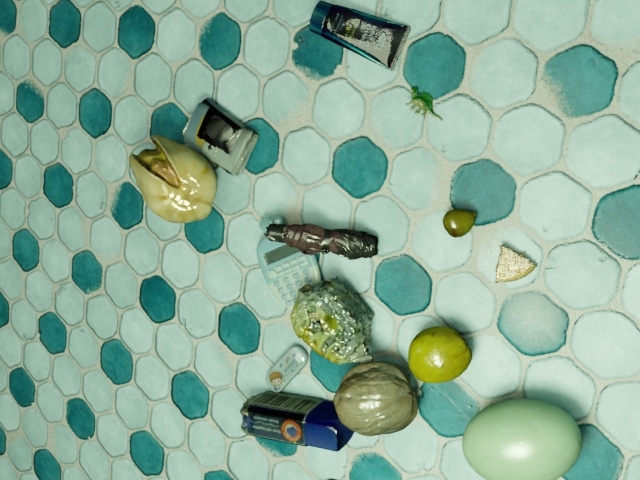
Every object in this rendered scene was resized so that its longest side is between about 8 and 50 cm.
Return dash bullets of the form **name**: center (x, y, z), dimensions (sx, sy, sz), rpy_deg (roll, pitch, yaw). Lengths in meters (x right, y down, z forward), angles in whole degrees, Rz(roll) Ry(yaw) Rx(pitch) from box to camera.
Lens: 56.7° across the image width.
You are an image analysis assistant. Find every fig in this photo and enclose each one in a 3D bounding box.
- **fig**: center (0.356, -0.048, 1.510), dimensions (0.088, 0.074, 0.074), rpy_deg (-22, 85, 1)

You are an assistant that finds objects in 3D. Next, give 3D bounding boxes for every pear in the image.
- **pear**: center (0.307, 0.293, 1.530), dimensions (0.162, 0.149, 0.149), rpy_deg (-22, 85, 20)

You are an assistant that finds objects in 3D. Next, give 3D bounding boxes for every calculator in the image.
- **calculator**: center (-0.097, 0.067, 1.777), dimensions (0.188, 0.042, 0.303), rpy_deg (-23, 85, 29)

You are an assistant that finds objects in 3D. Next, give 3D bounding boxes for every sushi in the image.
- **sushi**: center (0.043, 0.228, 1.658), dimensions (0.274, 0.139, 0.184), rpy_deg (43, 117, 2)

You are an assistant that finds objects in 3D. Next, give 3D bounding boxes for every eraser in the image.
- **eraser**: center (-0.067, 0.527, 1.753), dimensions (0.332, 0.155, 0.102), rpy_deg (3, 99, 26)

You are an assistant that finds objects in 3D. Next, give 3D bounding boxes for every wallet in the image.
- **wallet**: center (-0.313, -0.318, 1.833), dimensions (0.231, 0.069, 0.170), rpy_deg (37, 107, 19)

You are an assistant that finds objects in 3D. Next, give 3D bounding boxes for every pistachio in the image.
- **pistachio**: center (-0.452, -0.188, 1.831), dimensions (0.229, 0.238, 0.321), rpy_deg (-41, 70, -12)

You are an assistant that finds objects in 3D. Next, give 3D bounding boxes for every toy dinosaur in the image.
- **toy dinosaur**: center (0.273, -0.353, 1.544), dimensions (0.119, 0.029, 0.060), rpy_deg (37, 94, 17)

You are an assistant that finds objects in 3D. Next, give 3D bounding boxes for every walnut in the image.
- **walnut**: center (0.147, 0.426, 1.595), dimensions (0.224, 0.224, 0.224), rpy_deg (3, 97, 27)

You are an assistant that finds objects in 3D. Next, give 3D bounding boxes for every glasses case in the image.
- **glasses case**: center (-0.104, 0.394, 1.815), dimensions (0.067, 0.045, 0.178), rpy_deg (47, 114, 16)

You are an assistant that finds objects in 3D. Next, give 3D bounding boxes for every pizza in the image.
- **pizza**: center (0.488, 0.062, 1.479), dimensions (0.099, 0.029, 0.100), rpy_deg (6, 101, 19)

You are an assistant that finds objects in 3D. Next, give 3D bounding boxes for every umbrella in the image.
- **umbrella**: center (0.000, 0.000, 1.667), dimensions (0.326, 0.090, 0.094), rpy_deg (6, 74, 14)

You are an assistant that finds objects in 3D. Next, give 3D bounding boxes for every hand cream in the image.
- **hand cream**: center (0.101, -0.561, 1.599), dimensions (0.270, 0.061, 0.120), rpy_deg (27, 103, 15)

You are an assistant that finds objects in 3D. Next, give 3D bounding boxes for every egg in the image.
- **egg**: center (0.480, 0.486, 1.429), dimensions (0.282, 0.203, 0.203), rpy_deg (-23, 85, 26)

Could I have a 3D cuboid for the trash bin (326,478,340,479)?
- **trash bin**: center (0.073, 0.846, 1.736), dimensions (0.164, 0.122, 0.241), rpy_deg (2, 94, 27)
